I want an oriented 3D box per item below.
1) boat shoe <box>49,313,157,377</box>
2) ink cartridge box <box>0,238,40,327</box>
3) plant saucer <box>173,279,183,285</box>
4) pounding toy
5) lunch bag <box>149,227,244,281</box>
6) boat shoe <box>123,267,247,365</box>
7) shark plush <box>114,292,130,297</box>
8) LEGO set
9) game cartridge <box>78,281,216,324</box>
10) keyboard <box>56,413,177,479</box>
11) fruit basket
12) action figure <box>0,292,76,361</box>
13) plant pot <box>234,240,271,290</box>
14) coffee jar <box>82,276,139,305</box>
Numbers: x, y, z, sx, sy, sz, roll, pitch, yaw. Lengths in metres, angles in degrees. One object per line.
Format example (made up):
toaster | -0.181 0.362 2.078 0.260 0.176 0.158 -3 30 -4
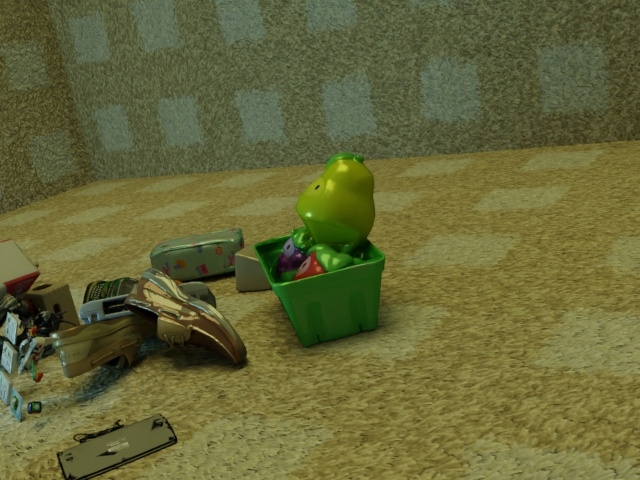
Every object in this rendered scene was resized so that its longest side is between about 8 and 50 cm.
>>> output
boat shoe | -0.461 0.231 1.681 0.122 0.110 0.341 -16 -5 20
ink cartridge box | -0.857 0.157 1.856 0.306 0.131 0.226 -48 -8 27
plant saucer | -0.450 0.150 2.082 0.200 0.037 0.200 -10 16 3
pounding toy | -0.746 0.156 1.996 0.206 0.181 0.094 1 20 37
lunch bag | -0.350 0.042 2.262 0.279 0.107 0.224 -9 9 -2
boat shoe | -0.292 0.182 1.639 0.324 0.123 0.116 29 62 31
shark plush | -0.439 0.153 1.939 0.161 0.067 0.073 -7 34 -44
LEGO set | -0.597 0.263 1.562 0.060 0.182 0.244 5 7 -36
game cartridge | -0.405 0.160 1.838 0.297 0.062 0.198 -11 -8 -4
keyboard | -0.349 0.356 1.318 0.192 0.038 0.100 -17 40 -23
fruit basket | 0.000 0.000 1.700 0.283 0.392 0.392 -13 16 -9
action figure | -0.713 0.220 1.801 0.276 0.164 0.141 -26 -19 -30
plant pot | -0.157 0.075 2.037 0.096 0.109 0.109 11 23 25
coffee jar | -0.547 0.149 2.006 0.184 0.096 0.079 -9 -23 45
